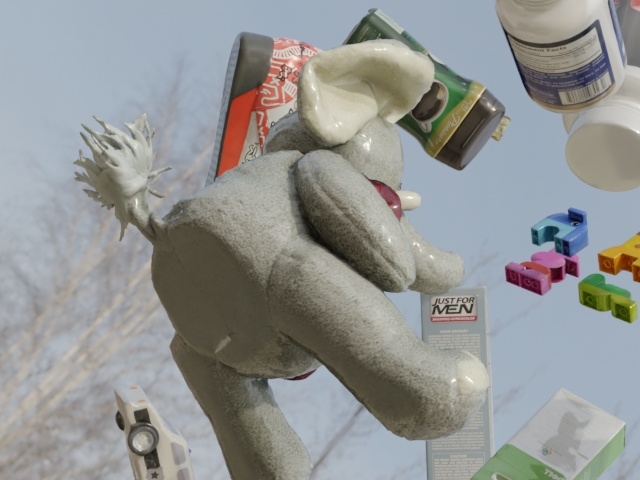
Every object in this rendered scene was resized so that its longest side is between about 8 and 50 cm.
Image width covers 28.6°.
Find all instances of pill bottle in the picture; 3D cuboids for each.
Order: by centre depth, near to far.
[{"bbox_3d":[0.199,-0.188,1.052,0.094,0.094,0.169,26,-15,32],"label":"pill bottle"},{"bbox_3d":[0.459,-0.224,1.874,0.176,0.318,0.176,14,-41,13],"label":"pill bottle"}]

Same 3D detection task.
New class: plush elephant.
[{"bbox_3d":[0.000,0.000,0.966,0.330,0.255,0.272,50,-42,5],"label":"plush elephant"}]

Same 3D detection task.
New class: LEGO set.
[{"bbox_3d":[0.290,0.017,1.198,0.227,0.093,0.087,23,-46,44],"label":"LEGO set"}]

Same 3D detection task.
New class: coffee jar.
[{"bbox_3d":[0.102,-0.158,1.337,0.184,0.096,0.079,37,10,0],"label":"coffee jar"}]

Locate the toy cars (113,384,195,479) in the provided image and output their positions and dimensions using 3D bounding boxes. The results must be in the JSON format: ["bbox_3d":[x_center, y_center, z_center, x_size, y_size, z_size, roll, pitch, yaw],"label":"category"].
[{"bbox_3d":[-0.147,0.343,1.432,0.176,0.087,0.394,104,-33,-59],"label":"toy cars"}]

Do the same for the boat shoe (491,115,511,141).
[{"bbox_3d":[0.217,-0.176,1.855,0.135,0.045,0.050,11,13,-21],"label":"boat shoe"}]

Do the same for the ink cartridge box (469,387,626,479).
[{"bbox_3d":[0.310,0.303,1.709,0.109,0.209,0.062,29,-37,35],"label":"ink cartridge box"}]

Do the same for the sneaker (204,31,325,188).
[{"bbox_3d":[-0.032,-0.047,1.157,0.145,0.270,0.090,10,12,-12],"label":"sneaker"}]

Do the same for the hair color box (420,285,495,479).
[{"bbox_3d":[0.230,0.269,2.095,0.113,0.374,0.185,-2,-6,7],"label":"hair color box"}]
